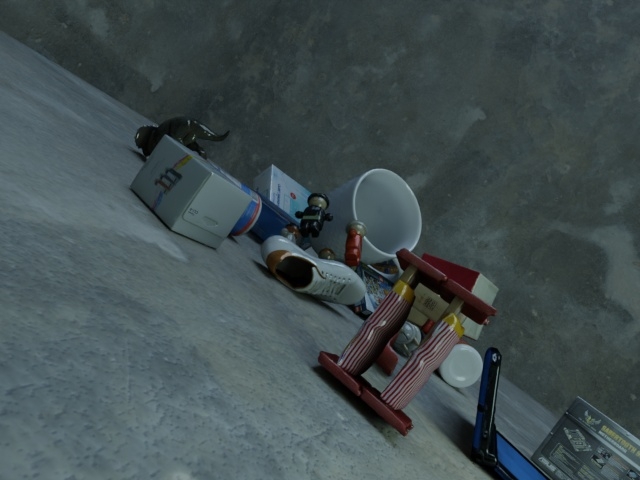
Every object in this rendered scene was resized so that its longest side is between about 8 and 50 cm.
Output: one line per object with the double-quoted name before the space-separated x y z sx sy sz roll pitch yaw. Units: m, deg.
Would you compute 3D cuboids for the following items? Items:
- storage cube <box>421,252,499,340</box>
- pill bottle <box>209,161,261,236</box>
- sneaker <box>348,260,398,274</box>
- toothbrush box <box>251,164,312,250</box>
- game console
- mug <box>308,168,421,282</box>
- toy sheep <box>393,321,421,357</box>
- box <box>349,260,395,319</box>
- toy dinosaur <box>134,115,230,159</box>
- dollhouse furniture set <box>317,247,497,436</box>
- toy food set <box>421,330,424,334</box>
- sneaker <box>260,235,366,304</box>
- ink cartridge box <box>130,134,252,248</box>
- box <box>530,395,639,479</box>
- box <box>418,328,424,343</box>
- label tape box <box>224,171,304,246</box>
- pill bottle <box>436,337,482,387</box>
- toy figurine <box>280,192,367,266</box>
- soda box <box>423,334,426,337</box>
"storage cube" 0.399 0.173 1.407 0.193 0.184 0.215 22 -5 43
"pill bottle" -0.256 -0.108 1.074 0.221 0.124 0.124 33 4 -40
"sneaker" 0.193 0.119 1.702 0.296 0.112 0.131 -1 -33 33
"toothbrush box" -0.131 -0.124 1.826 0.295 0.126 0.217 33 40 -35
"game console" 0.367 0.335 0.820 0.173 0.251 0.293 8 -8 21
"mug" 0.142 -0.012 1.502 0.374 0.276 0.328 54 -35 -12
"toy sheep" 0.223 0.253 1.207 0.091 0.091 0.132 37 -15 28
"box" 0.177 0.179 1.412 0.233 0.044 0.159 33 41 -43
"toy dinosaur" -0.418 -0.290 1.317 0.121 0.313 0.161 -6 78 -70
"dollhouse furniture set" 0.153 0.170 0.757 0.152 0.201 0.374 36 -3 22
"toy food set" 0.378 0.330 1.532 0.232 0.105 0.111 38 4 35
"sneaker" -0.006 0.098 1.054 0.289 0.106 0.123 26 16 -25
"ink cartridge box" -0.247 -0.092 0.882 0.176 0.127 0.128 39 4 33
"box" 0.606 0.483 0.980 0.231 0.183 0.056 37 3 42
"box" 0.286 0.266 1.447 0.081 0.028 0.136 -3 73 -64
"label tape box" -0.190 -0.076 1.471 0.240 0.106 0.333 37 3 12
"pill bottle" 0.379 0.333 1.343 0.121 0.121 0.216 35 4 -4
"toy figurine" 0.000 0.000 1.244 0.212 0.209 0.148 31 42 -17
"soda box" 0.272 0.252 1.636 0.286 0.098 0.091 35 3 -25
